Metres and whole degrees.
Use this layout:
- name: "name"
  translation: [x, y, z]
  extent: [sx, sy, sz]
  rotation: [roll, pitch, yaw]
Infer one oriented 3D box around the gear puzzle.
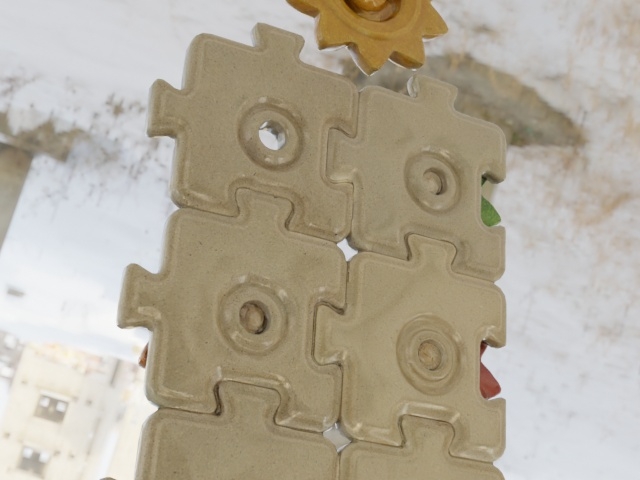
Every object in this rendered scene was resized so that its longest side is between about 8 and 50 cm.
- name: "gear puzzle"
  translation: [0.000, 0.000, 0.467]
  extent: [0.175, 0.339, 0.044]
  rotation: [14, 157, -23]
